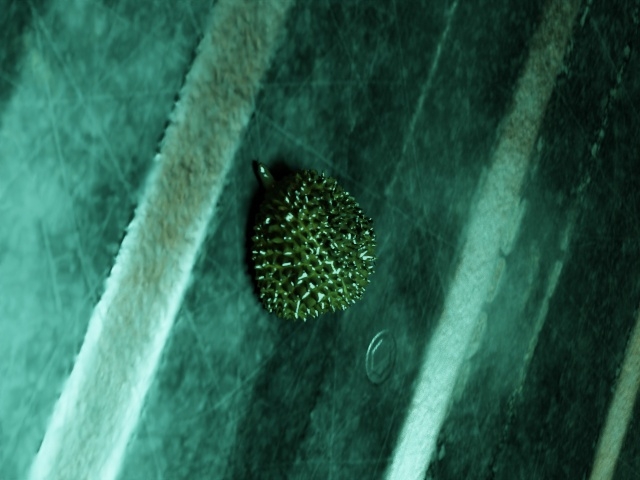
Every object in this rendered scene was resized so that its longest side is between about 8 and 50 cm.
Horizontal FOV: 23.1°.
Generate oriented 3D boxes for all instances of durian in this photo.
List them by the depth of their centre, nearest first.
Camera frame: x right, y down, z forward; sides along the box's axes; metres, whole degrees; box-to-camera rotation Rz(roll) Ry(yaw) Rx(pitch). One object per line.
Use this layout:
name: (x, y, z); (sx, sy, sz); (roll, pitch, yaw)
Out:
durian: (0.002, -0.002, 1.100); (0.110, 0.071, 0.140); (-57, 135, -30)
